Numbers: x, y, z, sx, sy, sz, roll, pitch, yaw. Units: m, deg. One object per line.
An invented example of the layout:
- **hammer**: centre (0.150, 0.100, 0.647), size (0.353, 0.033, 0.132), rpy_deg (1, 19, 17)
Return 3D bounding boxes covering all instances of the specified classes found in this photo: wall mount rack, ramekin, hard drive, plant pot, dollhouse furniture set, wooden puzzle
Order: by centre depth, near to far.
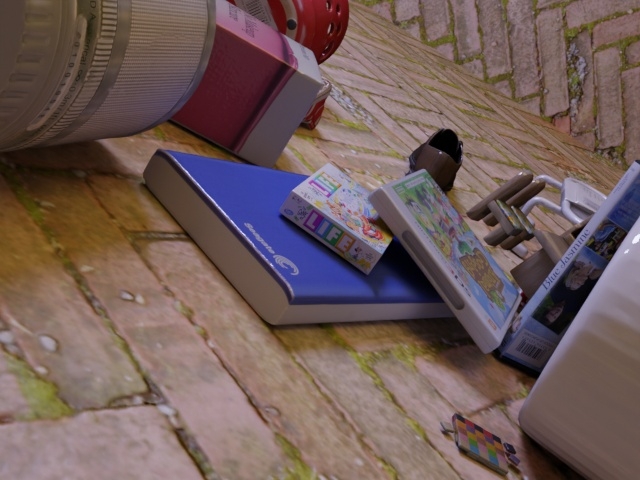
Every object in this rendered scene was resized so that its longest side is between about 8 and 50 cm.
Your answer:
- **wooden puzzle**: centre (0.136, 0.174, 0.798), size (0.083, 0.006, 0.049), rpy_deg (31, 20, -9)
- **ramekin**: centre (0.296, 0.099, 0.848), size (0.135, 0.277, 0.277), rpy_deg (32, 18, 17)
- **hard drive**: centre (0.000, 0.000, 0.937), size (0.210, 0.040, 0.318), rpy_deg (46, 23, 29)
- **dollhouse furniture set**: centre (0.334, 0.013, 1.173), size (0.212, 0.161, 0.242), rpy_deg (58, 19, 16)
- **plant pot**: centre (-0.071, -0.335, 1.397), size (0.191, 0.191, 0.174), rpy_deg (36, 28, 6)
- **wall mount rack**: centre (0.445, 0.022, 1.470), size (0.304, 0.130, 0.350), rpy_deg (32, 20, 6)

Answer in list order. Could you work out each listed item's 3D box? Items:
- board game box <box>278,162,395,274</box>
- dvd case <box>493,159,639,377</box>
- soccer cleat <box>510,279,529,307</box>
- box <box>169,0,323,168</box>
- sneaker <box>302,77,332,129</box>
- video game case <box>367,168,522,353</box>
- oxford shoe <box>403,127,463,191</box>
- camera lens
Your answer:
- **board game box**: centre (0.026, -0.026, 0.933), size (0.103, 0.026, 0.154), rpy_deg (35, 20, 2)
- **dvd case**: centre (0.325, 0.057, 0.997), size (0.180, 0.253, 0.022), rpy_deg (26, 18, -23)
- **soccer cleat**: centre (0.257, 0.066, 1.209), size (0.035, 0.029, 0.083), rpy_deg (28, 16, 18)
- **box**: centre (-0.130, -0.206, 1.082), size (0.232, 0.127, 0.148), rpy_deg (27, 21, -18)
- **sneaker**: centre (-0.034, -0.179, 1.311), size (0.118, 0.067, 0.042), rpy_deg (-31, 65, -35)
- **video game case**: centre (0.141, 0.012, 1.003), size (0.193, 0.023, 0.212), rpy_deg (53, 19, 4)
- **oxford shoe**: centre (0.189, -0.128, 1.448), size (0.083, 0.096, 0.227), rpy_deg (31, 18, -2)
- **camera lens**: centre (-0.227, -0.184, 0.745), size (0.219, 0.219, 0.274), rpy_deg (38, 20, 10)
